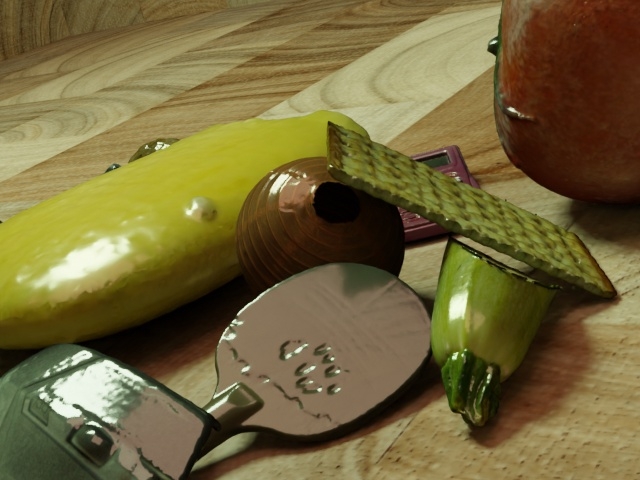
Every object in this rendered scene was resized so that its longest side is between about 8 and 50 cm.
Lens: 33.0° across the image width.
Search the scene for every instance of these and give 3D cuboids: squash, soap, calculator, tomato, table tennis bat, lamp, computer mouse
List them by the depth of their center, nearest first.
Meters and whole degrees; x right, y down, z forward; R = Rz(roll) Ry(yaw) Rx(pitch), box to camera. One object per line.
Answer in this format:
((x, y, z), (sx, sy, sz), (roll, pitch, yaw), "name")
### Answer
((-0.153, 0.119, 0.663), (0.126, 0.071, 0.231), (-47, 33, -18), "computer mouse")
((0.114, 0.050, 0.722), (0.075, 0.090, 0.200), (-45, 8, 27), "squash")
((-0.029, 0.092, 0.723), (0.234, 0.022, 0.131), (-32, 52, -22), "table tennis bat")
((0.000, 0.000, 0.852), (0.136, 0.136, 0.136), (-13, 19, 4), "lamp")
((0.266, -0.159, 0.921), (0.264, 0.265, 0.265), (-13, 19, 4), "tomato")
((-0.166, -0.007, 1.026), (0.427, 0.115, 0.306), (-30, 28, -37), "soap")
((0.092, -0.042, 1.069), (0.126, 0.034, 0.190), (-13, 24, 2), "calculator")

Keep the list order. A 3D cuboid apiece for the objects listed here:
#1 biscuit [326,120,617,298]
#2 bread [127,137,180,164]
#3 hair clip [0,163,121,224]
((0.109, -0.026, 0.829), (0.231, 0.016, 0.139), (23, 18, -8), "biscuit")
((-0.183, -0.086, 1.318), (0.113, 0.082, 0.060), (-1, 20, 26), "bread")
((-0.316, -0.030, 1.315), (0.187, 0.056, 0.146), (-29, 23, -15), "hair clip")
